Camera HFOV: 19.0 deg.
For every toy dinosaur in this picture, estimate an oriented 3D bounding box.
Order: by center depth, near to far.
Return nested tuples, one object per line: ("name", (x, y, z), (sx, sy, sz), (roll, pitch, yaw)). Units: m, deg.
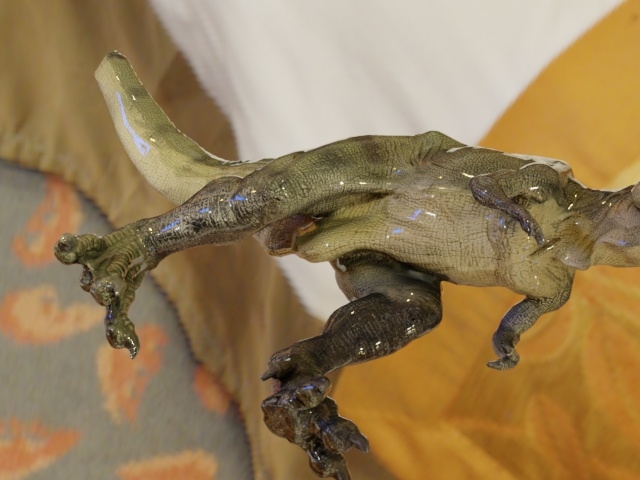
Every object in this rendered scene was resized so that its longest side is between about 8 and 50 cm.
("toy dinosaur", (0.000, 0.000, 0.540), (0.268, 0.064, 0.118), (13, 42, 38))
